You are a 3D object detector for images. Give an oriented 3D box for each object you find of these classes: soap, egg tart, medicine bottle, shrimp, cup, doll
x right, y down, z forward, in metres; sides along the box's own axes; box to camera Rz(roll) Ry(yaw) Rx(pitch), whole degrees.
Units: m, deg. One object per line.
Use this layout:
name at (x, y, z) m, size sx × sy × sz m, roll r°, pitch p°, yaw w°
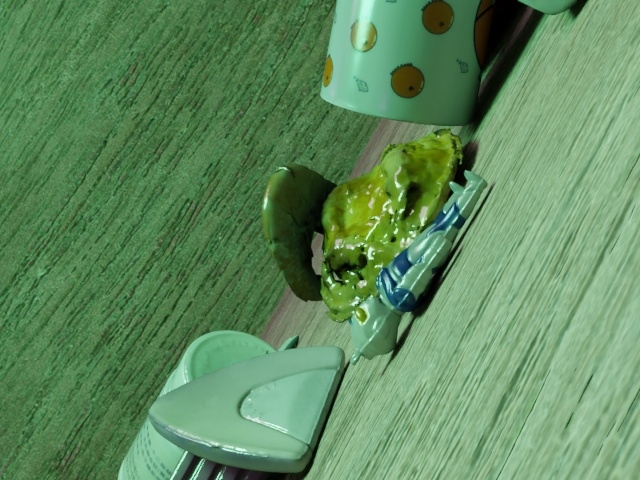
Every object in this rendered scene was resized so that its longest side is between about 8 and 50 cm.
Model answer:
soap at (-0.125, 0.309, 1.405) m, size 0.203 × 0.122 × 0.065 m, roll -60°, pitch -23°, yaw -16°
egg tart at (0.074, -0.027, 1.368) m, size 0.297 × 0.132 × 0.297 m, roll -58°, pitch 10°, yaw 16°
medicine bottle at (-0.172, 0.297, 1.644) m, size 0.332 × 0.190 × 0.190 m, roll -57°, pitch 5°, yaw 41°
shrimp at (0.007, 0.000, 1.478) m, size 0.289 × 0.075 × 0.178 m, roll 23°, pitch -113°, yaw -66°
cup at (0.126, -0.329, 1.441) m, size 0.212 × 0.212 × 0.317 m, roll -73°, pitch -8°, yaw -73°
doll at (0.093, 0.031, 1.125) m, size 0.227 × 0.057 × 0.114 m, roll -59°, pitch 7°, yaw -6°

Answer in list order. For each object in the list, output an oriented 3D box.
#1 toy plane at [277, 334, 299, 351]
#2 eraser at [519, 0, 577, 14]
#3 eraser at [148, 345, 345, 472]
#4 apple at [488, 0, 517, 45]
toy plane at (-0.103, 0.251, 1.848) m, size 0.226 × 0.058 × 0.226 m, roll -43°, pitch -28°, yaw -14°
eraser at (0.284, -0.370, 1.256) m, size 0.290 × 0.104 × 0.189 m, roll -68°, pitch 0°, yaw -69°
eraser at (-0.100, 0.217, 1.357) m, size 0.204 × 0.243 × 0.059 m, roll -64°, pitch -40°, yaw -51°
apple at (0.165, -0.397, 1.725) m, size 0.329 × 0.295 × 0.365 m, roll -22°, pitch -12°, yaw -13°
